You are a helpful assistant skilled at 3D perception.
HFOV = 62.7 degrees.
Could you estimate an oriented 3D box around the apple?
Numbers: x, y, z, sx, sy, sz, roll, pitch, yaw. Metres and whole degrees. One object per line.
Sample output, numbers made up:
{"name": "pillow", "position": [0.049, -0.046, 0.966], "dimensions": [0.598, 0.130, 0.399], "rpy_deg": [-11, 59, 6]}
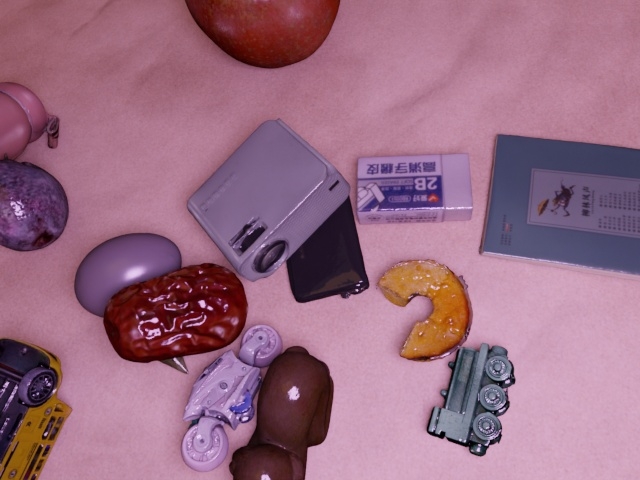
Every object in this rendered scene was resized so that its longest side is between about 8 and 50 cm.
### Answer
{"name": "apple", "position": [-0.119, -0.546, 1.139], "dimensions": [0.348, 0.277, 0.349], "rpy_deg": [-5, 65, 11]}

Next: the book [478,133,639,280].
{"name": "book", "position": [0.491, -0.062, 0.934], "dimensions": [0.379, 0.031, 0.264], "rpy_deg": [10, 67, 15]}

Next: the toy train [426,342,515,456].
{"name": "toy train", "position": [0.238, 0.240, 0.819], "dimensions": [0.111, 0.071, 0.171], "rpy_deg": [12, 67, 23]}

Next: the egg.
{"name": "egg", "position": [-0.351, 0.062, 0.965], "dimensions": [0.198, 0.146, 0.146], "rpy_deg": [-24, 63, -3]}

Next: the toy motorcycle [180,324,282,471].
{"name": "toy motorcycle", "position": [-0.152, 0.244, 0.858], "dimensions": [0.112, 0.112, 0.254], "rpy_deg": [17, 57, 18]}

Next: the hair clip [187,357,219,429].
{"name": "hair clip", "position": [-0.195, 0.283, 0.887], "dimensions": [0.049, 0.049, 0.173], "rpy_deg": [0, 64, 10]}

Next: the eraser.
{"name": "eraser", "position": [0.174, -0.098, 0.990], "dimensions": [0.210, 0.068, 0.125], "rpy_deg": [-1, 64, 9]}

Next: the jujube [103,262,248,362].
{"name": "jujube", "position": [-0.237, 0.124, 0.885], "dimensions": [0.230, 0.155, 0.155], "rpy_deg": [-13, 58, -34]}

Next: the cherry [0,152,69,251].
{"name": "cherry", "position": [-0.605, -0.069, 1.054], "dimensions": [0.195, 0.195, 0.195], "rpy_deg": [-4, 64, 8]}

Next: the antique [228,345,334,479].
{"name": "antique", "position": [-0.059, 0.294, 0.808], "dimensions": [0.121, 0.143, 0.257], "rpy_deg": [19, 72, 16]}

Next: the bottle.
{"name": "bottle", "position": [-0.712, -0.222, 1.119], "dimensions": [0.206, 0.173, 0.297], "rpy_deg": [26, 35, -1]}

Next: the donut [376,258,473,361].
{"name": "donut", "position": [0.182, 0.119, 0.884], "dimensions": [0.146, 0.078, 0.181], "rpy_deg": [-17, 57, 1]}

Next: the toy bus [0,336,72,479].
{"name": "toy bus", "position": [-0.533, 0.337, 0.868], "dimensions": [0.145, 0.151, 0.331], "rpy_deg": [12, 70, 22]}

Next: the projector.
{"name": "projector", "position": [-0.097, -0.075, 0.975], "dimensions": [0.250, 0.108, 0.198], "rpy_deg": [-46, 58, 0]}

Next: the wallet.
{"name": "wallet", "position": [0.000, 0.000, 0.990], "dimensions": [0.149, 0.044, 0.250], "rpy_deg": [-13, 64, 8]}

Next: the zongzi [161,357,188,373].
{"name": "zongzi", "position": [-0.266, 0.175, 0.956], "dimensions": [0.113, 0.052, 0.104], "rpy_deg": [23, 64, 5]}
